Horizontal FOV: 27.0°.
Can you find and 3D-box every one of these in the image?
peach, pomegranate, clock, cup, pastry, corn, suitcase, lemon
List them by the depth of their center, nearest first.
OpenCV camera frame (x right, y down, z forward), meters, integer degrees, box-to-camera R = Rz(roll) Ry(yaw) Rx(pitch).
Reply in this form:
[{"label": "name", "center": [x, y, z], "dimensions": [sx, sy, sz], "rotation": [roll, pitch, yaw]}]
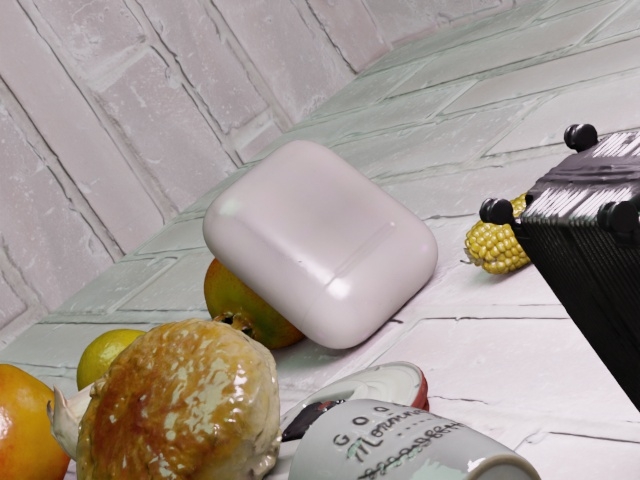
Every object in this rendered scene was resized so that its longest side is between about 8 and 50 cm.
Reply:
[{"label": "suitcase", "center": [0.337, 0.055, 1.229], "dimensions": [0.152, 0.335, 0.229], "rotation": [-42, 16, -15]}, {"label": "cup", "center": [0.074, 0.275, 1.334], "dimensions": [0.258, 0.186, 0.234], "rotation": [-17, 11, -32]}, {"label": "pastry", "center": [-0.196, 0.242, 1.778], "dimensions": [0.329, 0.136, 0.329], "rotation": [-21, 51, 29]}, {"label": "clock", "center": [0.004, 0.262, 1.789], "dimensions": [0.318, 0.080, 0.318], "rotation": [-31, 15, 9]}, {"label": "corn", "center": [0.348, -0.040, 2.018], "dimensions": [0.310, 0.101, 0.101], "rotation": [-30, 14, 6]}, {"label": "peach", "center": [-0.572, 0.376, 2.294], "dimensions": [0.289, 0.289, 0.308], "rotation": [-30, 42, 11]}, {"label": "pomegranate", "center": [-0.103, 0.096, 2.329], "dimensions": [0.221, 0.221, 0.257], "rotation": [-19, 26, 43]}, {"label": "lemon", "center": [-0.351, 0.247, 2.421], "dimensions": [0.178, 0.178, 0.203], "rotation": [-40, 17, -25]}]

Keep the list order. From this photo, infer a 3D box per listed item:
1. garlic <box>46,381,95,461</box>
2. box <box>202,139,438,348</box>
[{"label": "garlic", "center": [-0.269, 0.275, 2.045], "dimensions": [0.313, 0.249, 0.286], "rotation": [-25, 32, -35]}, {"label": "box", "center": [0.000, 0.001, 2.200], "dimensions": [0.289, 0.349, 0.141], "rotation": [-41, -20, -31]}]
